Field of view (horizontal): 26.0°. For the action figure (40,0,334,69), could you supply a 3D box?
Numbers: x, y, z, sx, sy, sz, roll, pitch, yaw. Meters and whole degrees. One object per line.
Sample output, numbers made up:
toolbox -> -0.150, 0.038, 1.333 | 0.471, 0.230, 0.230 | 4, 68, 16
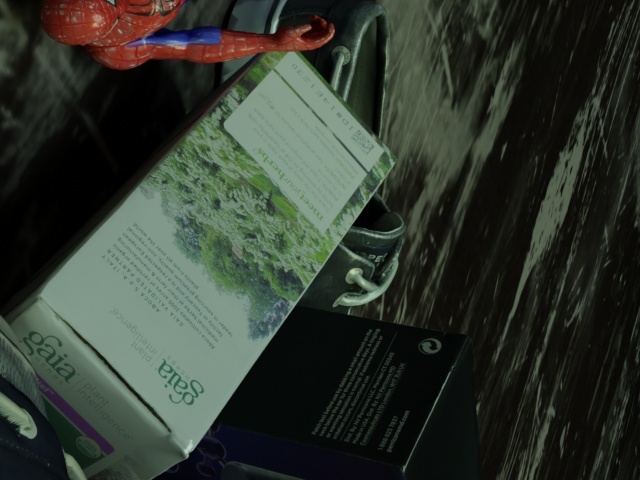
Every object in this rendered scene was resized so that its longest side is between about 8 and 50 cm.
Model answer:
action figure -> -0.026, -0.149, 0.694 | 0.280, 0.139, 0.091 | -43, 134, -52

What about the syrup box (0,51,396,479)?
syrup box -> -0.064, 0.009, 0.667 | 0.093, 0.096, 0.237 | 47, 44, -10

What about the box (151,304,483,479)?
box -> -0.007, 0.162, 0.786 | 0.103, 0.184, 0.261 | -55, 146, -41

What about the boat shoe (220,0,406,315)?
boat shoe -> 0.000, 0.000, 0.843 | 0.108, 0.102, 0.301 | -27, 123, -63

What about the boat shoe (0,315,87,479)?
boat shoe -> -0.136, 0.074, 0.393 | 0.127, 0.158, 0.340 | -36, 162, 1
